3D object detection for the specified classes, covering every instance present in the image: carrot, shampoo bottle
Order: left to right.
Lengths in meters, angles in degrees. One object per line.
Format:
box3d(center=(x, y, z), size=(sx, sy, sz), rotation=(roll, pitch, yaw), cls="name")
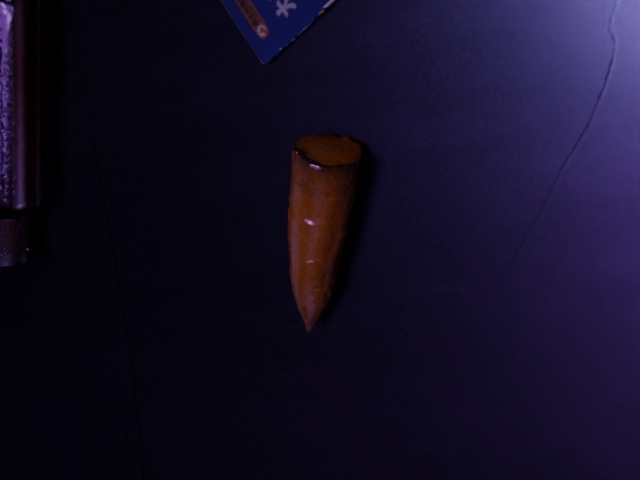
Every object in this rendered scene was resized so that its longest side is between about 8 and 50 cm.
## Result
box3d(center=(-0.373, -0.132, 1.500), size=(0.129, 0.084, 0.323), rotation=(14, 110, 35), cls="shampoo bottle")
box3d(center=(0.000, 0.000, 1.279), size=(0.072, 0.072, 0.205), rotation=(19, 117, 31), cls="carrot")

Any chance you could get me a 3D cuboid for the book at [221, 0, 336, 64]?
box3d(center=(-0.012, -0.351, 1.228), size=(0.322, 0.018, 0.228), rotation=(-39, 78, 35), cls="book")
